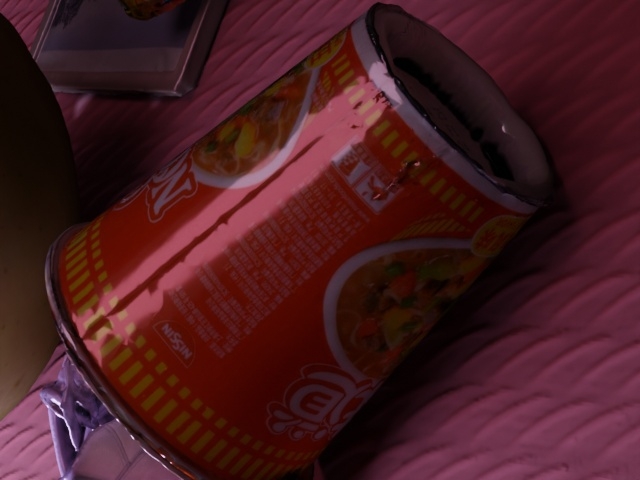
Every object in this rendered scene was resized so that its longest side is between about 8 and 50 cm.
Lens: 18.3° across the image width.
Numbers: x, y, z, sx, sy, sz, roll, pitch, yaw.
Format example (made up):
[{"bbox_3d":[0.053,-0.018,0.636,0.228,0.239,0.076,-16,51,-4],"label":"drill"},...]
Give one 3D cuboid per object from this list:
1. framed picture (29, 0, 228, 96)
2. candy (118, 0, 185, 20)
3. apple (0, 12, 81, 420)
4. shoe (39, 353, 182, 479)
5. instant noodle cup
[{"bbox_3d":[-0.131,-0.208,1.489,0.289,0.016,0.213,9,76,59],"label":"framed picture"},{"bbox_3d":[-0.060,-0.196,1.323,0.201,0.060,0.060,-14,55,33],"label":"candy"},{"bbox_3d":[-0.325,-0.011,1.336,0.357,0.357,0.357,-37,41,40],"label":"apple"},{"bbox_3d":[-0.101,0.093,1.106,0.095,0.137,0.245,-51,33,16],"label":"shoe"},{"bbox_3d":[0.000,0.000,0.995,0.212,0.193,0.193,-43,36,21],"label":"instant noodle cup"}]
